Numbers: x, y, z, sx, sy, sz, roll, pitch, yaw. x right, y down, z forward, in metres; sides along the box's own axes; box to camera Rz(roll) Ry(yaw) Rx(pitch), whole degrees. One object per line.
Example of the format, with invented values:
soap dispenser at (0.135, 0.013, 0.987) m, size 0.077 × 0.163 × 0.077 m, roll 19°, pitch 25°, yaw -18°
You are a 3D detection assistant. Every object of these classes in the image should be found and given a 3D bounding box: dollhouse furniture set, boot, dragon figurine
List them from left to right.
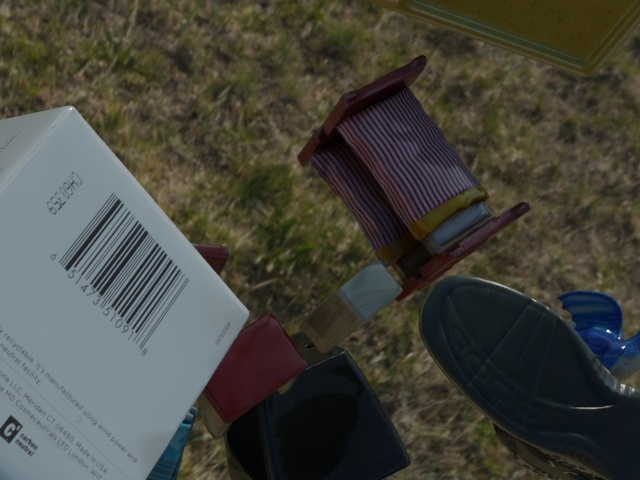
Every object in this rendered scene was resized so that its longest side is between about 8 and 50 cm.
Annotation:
dollhouse furniture set at (0.000, 0.000, 1.083) m, size 0.374 × 0.152 × 0.201 m, roll -33°, pitch 84°, yaw -29°
boot at (0.150, 0.116, 0.802) m, size 0.236 × 0.178 × 0.085 m, roll 34°, pitch 77°, yaw -7°
dragon figurine at (0.337, 0.122, 1.390) m, size 0.289 × 0.085 × 0.144 m, roll 12°, pitch 60°, yaw 23°

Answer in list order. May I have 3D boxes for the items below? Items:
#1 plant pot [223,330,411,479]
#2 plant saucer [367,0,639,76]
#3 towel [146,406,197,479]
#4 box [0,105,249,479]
plant pot at (-0.025, 0.222, 1.385) m, size 0.187 × 0.188 × 0.167 m, roll -23°, pitch 108°, yaw -21°
plant saucer at (0.224, -0.298, 1.060) m, size 0.332 × 0.333 × 0.081 m, roll 15°, pitch 49°, yaw -18°
towel at (-0.372, 0.315, 1.451) m, size 0.370 × 0.040 × 0.271 m, roll 11°, pitch 110°, yaw -20°
box at (-0.169, 0.051, 0.627) m, size 0.181 × 0.119 × 0.182 m, roll 52°, pitch 54°, yaw -30°
